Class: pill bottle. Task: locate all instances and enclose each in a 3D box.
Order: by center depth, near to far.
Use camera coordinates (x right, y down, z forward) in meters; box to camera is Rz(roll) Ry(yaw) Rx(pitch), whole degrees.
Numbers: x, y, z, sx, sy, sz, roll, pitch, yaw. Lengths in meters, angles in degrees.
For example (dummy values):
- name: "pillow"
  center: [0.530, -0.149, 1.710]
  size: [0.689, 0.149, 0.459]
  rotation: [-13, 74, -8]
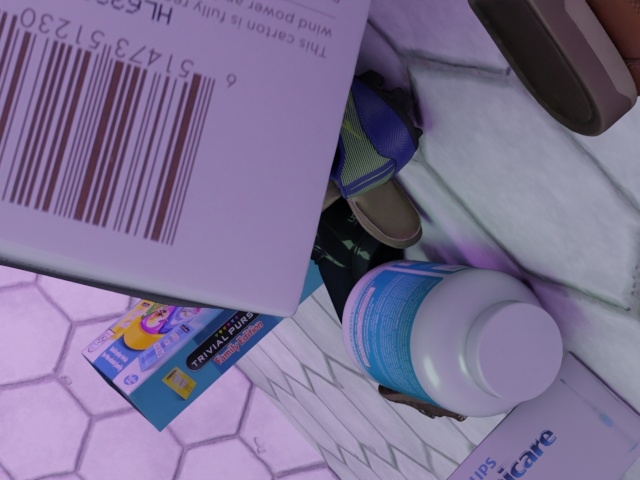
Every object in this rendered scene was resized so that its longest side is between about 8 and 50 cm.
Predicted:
- name: "pill bottle"
  center: [0.134, 0.097, 1.117]
  size: [0.146, 0.146, 0.264]
  rotation: [52, 165, -15]

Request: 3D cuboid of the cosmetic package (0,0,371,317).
- name: "cosmetic package"
  center: [-0.188, -0.136, 0.835]
  size: [0.330, 0.327, 0.394]
  rotation: [15, 173, -19]

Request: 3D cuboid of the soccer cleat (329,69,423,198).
- name: "soccer cleat"
  center: [-0.030, -0.131, 1.047]
  size: [0.289, 0.121, 0.093]
  rotation: [35, 161, 40]

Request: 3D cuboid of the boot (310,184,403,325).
- name: "boot"
  center: [0.000, 0.000, 1.334]
  size: [0.207, 0.094, 0.246]
  rotation: [37, 155, 23]

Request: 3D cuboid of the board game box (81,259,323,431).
- name: "board game box"
  center: [-0.170, 0.105, 1.607]
  size: [0.079, 0.336, 0.254]
  rotation: [54, 163, -23]

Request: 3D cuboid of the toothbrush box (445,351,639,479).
- name: "toothbrush box"
  center: [0.215, 0.270, 1.197]
  size: [0.126, 0.216, 0.295]
  rotation: [43, 163, 15]

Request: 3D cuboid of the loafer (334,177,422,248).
- name: "loafer"
  center: [0.052, -0.053, 1.142]
  size: [0.148, 0.056, 0.050]
  rotation: [48, 171, 1]

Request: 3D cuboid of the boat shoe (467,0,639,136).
- name: "boat shoe"
  center: [0.099, -0.203, 0.561]
  size: [0.307, 0.104, 0.111]
  rotation: [54, 173, -27]

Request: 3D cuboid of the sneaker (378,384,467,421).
- name: "sneaker"
  center: [0.144, 0.225, 1.564]
  size: [0.071, 0.066, 0.188]
  rotation: [50, 165, -12]

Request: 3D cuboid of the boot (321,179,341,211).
- name: "boot"
  center: [-0.087, -0.068, 1.226]
  size: [0.213, 0.077, 0.165]
  rotation: [-30, 87, 35]
